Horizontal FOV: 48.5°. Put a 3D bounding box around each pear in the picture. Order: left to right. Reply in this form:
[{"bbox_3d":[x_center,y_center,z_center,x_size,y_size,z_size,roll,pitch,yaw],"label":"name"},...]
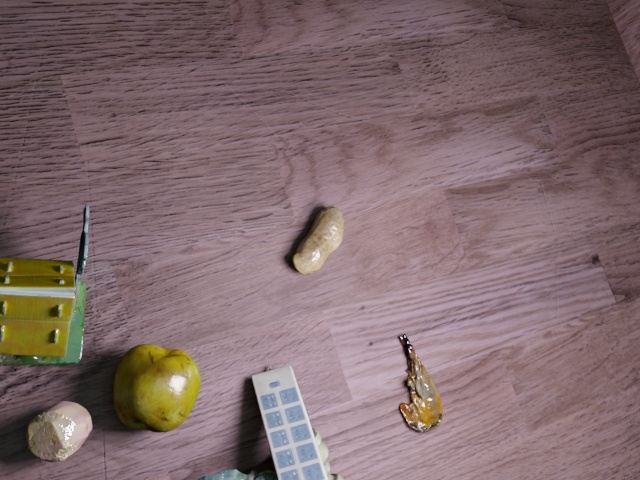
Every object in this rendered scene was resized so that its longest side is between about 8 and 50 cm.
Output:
[{"bbox_3d":[-0.366,0.332,1.587,0.200,0.200,0.199,7,72,-21],"label":"pear"}]

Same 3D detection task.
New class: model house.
[{"bbox_3d":[-0.627,0.077,1.468,0.301,0.324,0.339,6,73,-22],"label":"model house"}]

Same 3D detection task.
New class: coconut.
[{"bbox_3d":[-0.555,0.406,1.521,0.116,0.122,0.116,1,97,10],"label":"coconut"}]

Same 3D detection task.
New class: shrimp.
[{"bbox_3d":[0.250,0.383,1.900,0.117,0.066,0.262,-21,82,-27],"label":"shrimp"}]

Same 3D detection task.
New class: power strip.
[{"bbox_3d":[-0.077,0.436,1.649,0.106,0.043,0.367,-14,45,-10],"label":"power strip"}]

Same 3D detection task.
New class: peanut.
[{"bbox_3d":[0.000,0.000,1.892,0.099,0.099,0.214,41,62,-7],"label":"peanut"}]

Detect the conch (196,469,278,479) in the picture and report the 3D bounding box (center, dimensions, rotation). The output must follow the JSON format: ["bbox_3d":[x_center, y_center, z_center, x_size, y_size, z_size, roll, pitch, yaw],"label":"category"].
[{"bbox_3d":[-0.151,0.608,1.604,0.278,0.195,0.220,-8,105,16],"label":"conch"}]

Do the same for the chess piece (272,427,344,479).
[{"bbox_3d":[0.001,0.588,1.707,0.133,0.133,0.243,-36,97,-28],"label":"chess piece"}]
